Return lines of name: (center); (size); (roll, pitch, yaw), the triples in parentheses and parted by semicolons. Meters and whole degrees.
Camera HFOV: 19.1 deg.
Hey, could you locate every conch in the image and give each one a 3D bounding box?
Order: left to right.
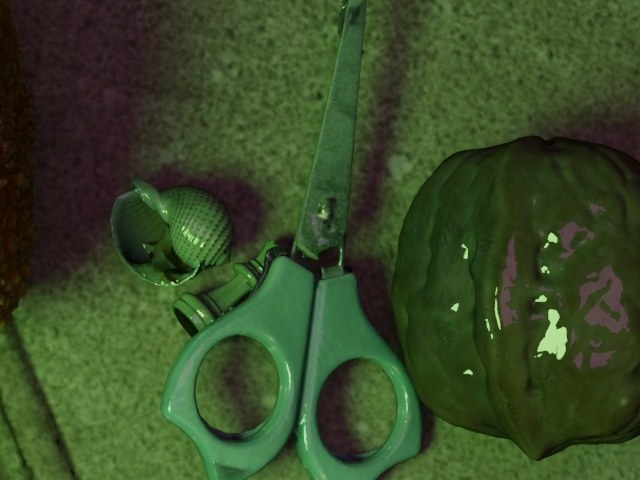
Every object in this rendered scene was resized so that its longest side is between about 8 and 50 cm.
conch: (-0.101, -0.006, 1.327); (0.085, 0.056, 0.076); (40, 98, 22)

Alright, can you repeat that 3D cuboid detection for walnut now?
walnut: (0.152, 0.038, 1.277); (0.224, 0.224, 0.224); (1, 80, -6)

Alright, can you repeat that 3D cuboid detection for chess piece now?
chess piece: (-0.058, 0.032, 1.334); (0.093, 0.042, 0.042); (-40, 86, -17)

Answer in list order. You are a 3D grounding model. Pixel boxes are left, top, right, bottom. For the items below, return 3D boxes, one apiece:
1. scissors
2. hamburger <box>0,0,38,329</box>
scissors: (-0.001, 0.000, 1.323); (0.191, 0.029, 0.360); (10, 82, -19)
hamburger: (-0.268, -0.067, 1.205); (0.170, 0.302, 0.302); (-13, 81, 1)
